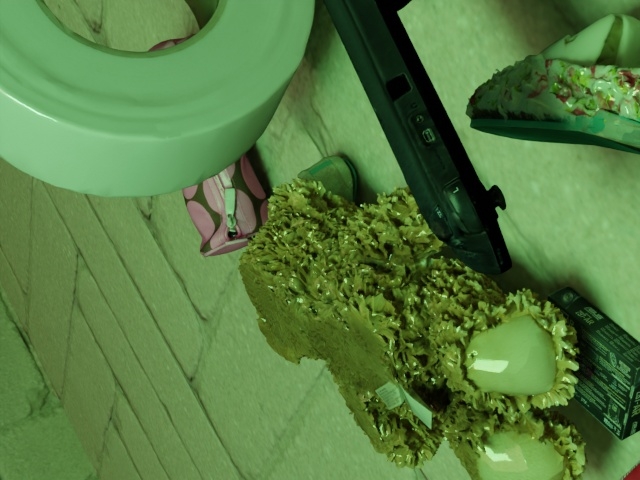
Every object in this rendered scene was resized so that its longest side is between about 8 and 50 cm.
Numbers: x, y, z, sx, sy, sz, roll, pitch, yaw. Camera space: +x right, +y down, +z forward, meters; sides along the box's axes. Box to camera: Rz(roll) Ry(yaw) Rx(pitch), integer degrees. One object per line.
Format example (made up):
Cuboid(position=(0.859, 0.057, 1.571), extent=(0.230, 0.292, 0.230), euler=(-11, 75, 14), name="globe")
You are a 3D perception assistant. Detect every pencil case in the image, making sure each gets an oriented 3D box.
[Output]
Cuboid(position=(-0.109, -0.091, 1.140), extent=(0.098, 0.095, 0.209), euler=(-39, -74, -79), name="pencil case")

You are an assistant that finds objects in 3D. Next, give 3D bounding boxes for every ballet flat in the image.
Cuboid(position=(0.171, -0.078, 0.621), extent=(0.241, 0.091, 0.077), euler=(18, 96, 54), name="ballet flat")
Cuboid(position=(0.000, 0.000, 1.038), extent=(0.057, 0.052, 0.168), euler=(43, 146, 43), name="ballet flat")

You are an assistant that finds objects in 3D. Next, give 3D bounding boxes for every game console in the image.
Cuboid(position=(0.028, -0.140, 0.684), extent=(0.213, 0.044, 0.361), euler=(33, -149, -63), name="game console")

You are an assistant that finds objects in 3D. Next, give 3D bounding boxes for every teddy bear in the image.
Cuboid(position=(0.073, 0.064, 0.886), extent=(0.338, 0.113, 0.245), euler=(7, 124, 61), name="teddy bear")

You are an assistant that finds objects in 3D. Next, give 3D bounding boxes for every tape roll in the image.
Cuboid(position=(-0.152, -0.180, 0.921), extent=(0.286, 0.286, 0.100), euler=(61, 156, 14), name="tape roll")

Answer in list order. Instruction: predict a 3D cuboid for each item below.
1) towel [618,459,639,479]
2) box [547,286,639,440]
Cuboid(position=(0.247, 0.242, 0.678), extent=(0.199, 0.031, 0.274), euler=(97, 153, -65), name="towel")
Cuboid(position=(0.178, 0.079, 0.786), extent=(0.083, 0.018, 0.067), euler=(44, 146, 41), name="box")
